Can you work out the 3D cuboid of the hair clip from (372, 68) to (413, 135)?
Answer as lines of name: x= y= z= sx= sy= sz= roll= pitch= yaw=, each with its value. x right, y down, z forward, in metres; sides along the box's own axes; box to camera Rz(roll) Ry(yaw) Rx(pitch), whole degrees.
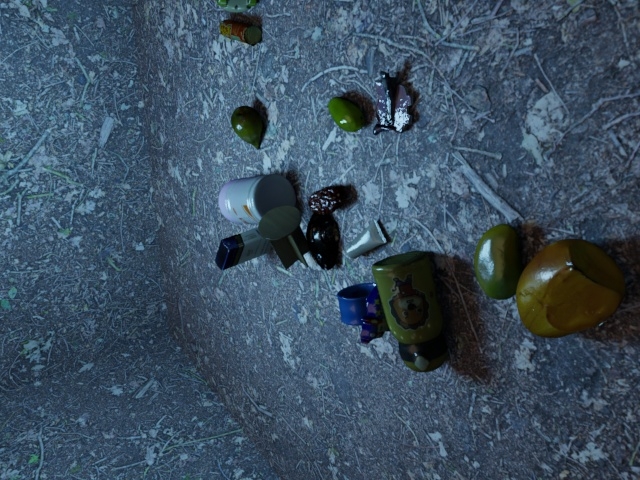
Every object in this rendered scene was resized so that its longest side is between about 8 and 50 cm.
hair clip: x=0.202 y=-0.391 z=1.375 sx=0.146 sy=0.056 sz=0.186 roll=22 pitch=131 yaw=47

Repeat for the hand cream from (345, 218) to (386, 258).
hand cream: x=0.147 y=0.007 z=1.625 sx=0.186 sy=0.054 sz=0.087 roll=-39 pitch=67 yaw=47

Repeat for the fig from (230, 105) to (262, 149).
fig: x=-0.281 y=-0.466 z=1.987 sx=0.126 sy=0.185 sz=0.133 roll=-49 pitch=50 yaw=8

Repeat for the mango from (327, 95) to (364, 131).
mango: x=0.072 y=-0.399 z=1.523 sx=0.165 sy=0.074 sz=0.091 roll=42 pitch=137 yaw=37

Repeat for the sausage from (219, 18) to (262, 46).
sausage: x=-0.328 y=-0.823 z=1.901 sx=0.264 sy=0.083 sz=0.083 roll=35 pitch=131 yaw=43

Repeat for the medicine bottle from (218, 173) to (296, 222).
medicine bottle: x=-0.264 y=-0.165 z=1.986 sx=0.316 sy=0.202 sz=0.202 roll=5 pitch=108 yaw=55

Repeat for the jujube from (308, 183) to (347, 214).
jujube: x=0.025 y=-0.137 z=1.683 sx=0.166 sy=0.104 sz=0.104 roll=-6 pitch=100 yaw=55

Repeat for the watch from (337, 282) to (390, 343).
watch: x=0.148 y=0.221 z=1.593 sx=0.200 sy=0.196 sz=0.170 roll=5 pitch=99 yaw=46

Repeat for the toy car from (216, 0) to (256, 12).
toy car: x=-0.327 y=-0.977 z=1.800 sx=0.235 sy=0.145 sz=0.234 roll=174 pitch=90 yaw=-73

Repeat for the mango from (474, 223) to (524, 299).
mango: x=0.443 y=0.053 z=1.203 sx=0.122 sy=0.086 sz=0.190 roll=-177 pitch=82 yaw=-65

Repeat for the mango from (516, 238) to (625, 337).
mango: x=0.525 y=0.117 z=1.068 sx=0.187 sy=0.138 sz=0.257 roll=43 pitch=143 yaw=10

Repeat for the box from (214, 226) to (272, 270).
box: x=-0.322 y=0.026 z=2.100 sx=0.071 sy=0.259 sz=0.168 roll=54 pitch=141 yaw=21

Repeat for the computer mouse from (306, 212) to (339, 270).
computer mouse: x=0.000 y=0.000 z=1.801 sx=0.147 sy=0.078 sz=0.241 roll=10 pitch=112 yaw=55

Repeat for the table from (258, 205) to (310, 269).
table: x=-0.119 y=0.004 z=1.842 sx=0.167 sy=0.167 sz=0.226 roll=37 pitch=160 yaw=41

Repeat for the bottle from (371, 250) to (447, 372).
bottle: x=0.279 y=0.218 z=1.431 sx=0.172 sy=0.172 sz=0.350 roll=-10 pitch=99 yaw=56
